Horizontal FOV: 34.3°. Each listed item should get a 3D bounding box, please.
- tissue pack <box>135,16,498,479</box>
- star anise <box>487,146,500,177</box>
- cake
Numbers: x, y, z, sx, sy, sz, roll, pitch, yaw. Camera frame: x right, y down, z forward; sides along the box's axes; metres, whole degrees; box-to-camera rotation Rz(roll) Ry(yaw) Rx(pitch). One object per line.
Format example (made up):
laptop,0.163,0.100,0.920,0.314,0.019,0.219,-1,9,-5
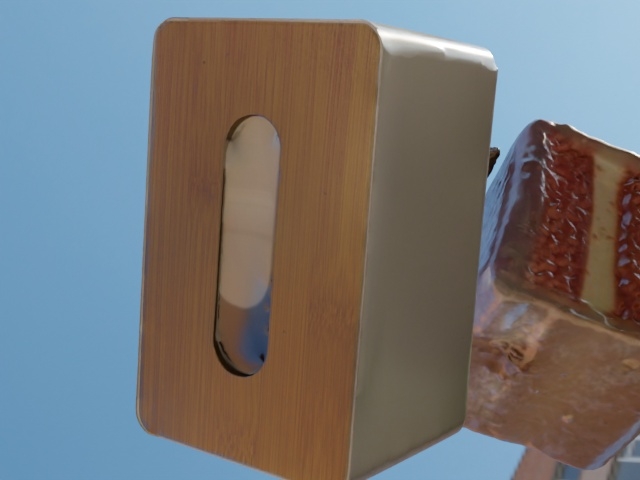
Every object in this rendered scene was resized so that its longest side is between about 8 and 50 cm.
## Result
tissue pack,-0.001,0.000,0.614,0.136,0.159,0.246,-6,-78,-53
star anise,0.107,-0.072,1.165,0.212,0.197,0.073,-24,-65,-14
cake,0.262,0.053,1.108,0.237,0.230,0.309,23,-133,-1
